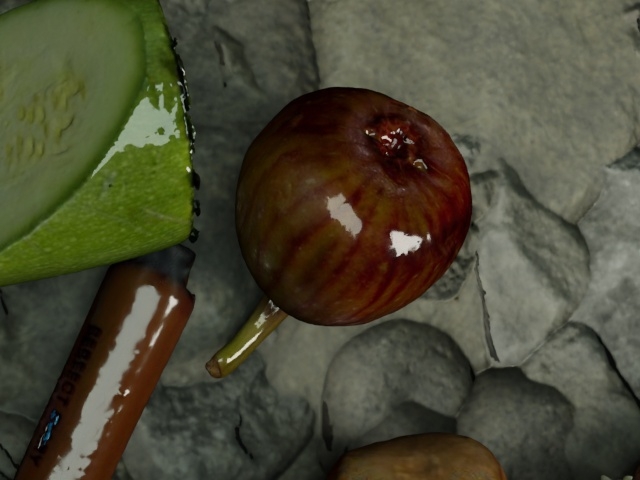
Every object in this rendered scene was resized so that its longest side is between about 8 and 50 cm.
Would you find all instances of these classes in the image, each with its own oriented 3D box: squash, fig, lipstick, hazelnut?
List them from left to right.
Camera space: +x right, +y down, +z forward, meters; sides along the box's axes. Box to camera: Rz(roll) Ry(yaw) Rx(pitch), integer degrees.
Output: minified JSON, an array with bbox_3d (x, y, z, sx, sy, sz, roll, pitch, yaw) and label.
[{"bbox_3d":[-0.220,-0.059,0.841,0.260,0.189,0.189,-8,91,-12],"label":"squash"},{"bbox_3d":[-0.191,0.190,0.901,0.077,0.077,0.419,25,83,-10],"label":"lipstick"},{"bbox_3d":[0.006,-0.005,0.921,0.175,0.207,0.175,14,50,-17],"label":"fig"},{"bbox_3d":[0.066,0.212,0.932,0.150,0.150,0.150,0,89,-11],"label":"hazelnut"}]

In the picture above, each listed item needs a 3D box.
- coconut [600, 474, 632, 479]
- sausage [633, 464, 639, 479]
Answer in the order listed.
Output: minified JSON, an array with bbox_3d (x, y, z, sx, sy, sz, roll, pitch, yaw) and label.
[{"bbox_3d":[0.245,0.316,0.850,0.297,0.297,0.255,-18,127,-11],"label":"coconut"},{"bbox_3d":[0.401,0.098,1.011,0.419,0.094,0.094,-40,58,-9],"label":"sausage"}]
